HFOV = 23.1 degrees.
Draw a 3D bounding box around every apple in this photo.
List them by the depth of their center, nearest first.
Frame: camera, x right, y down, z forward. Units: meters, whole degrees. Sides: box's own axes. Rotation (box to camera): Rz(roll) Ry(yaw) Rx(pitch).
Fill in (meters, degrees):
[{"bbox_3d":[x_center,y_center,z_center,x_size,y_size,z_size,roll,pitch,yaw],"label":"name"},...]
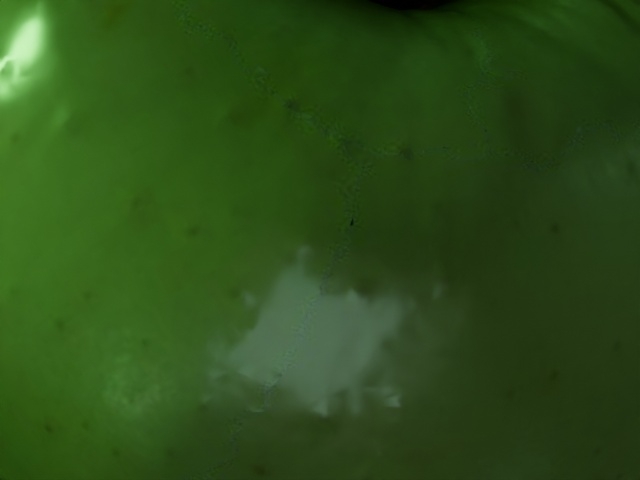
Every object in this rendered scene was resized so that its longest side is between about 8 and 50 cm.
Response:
[{"bbox_3d":[0.000,0.000,0.815,0.474,0.473,0.473,1,126,2],"label":"apple"}]
